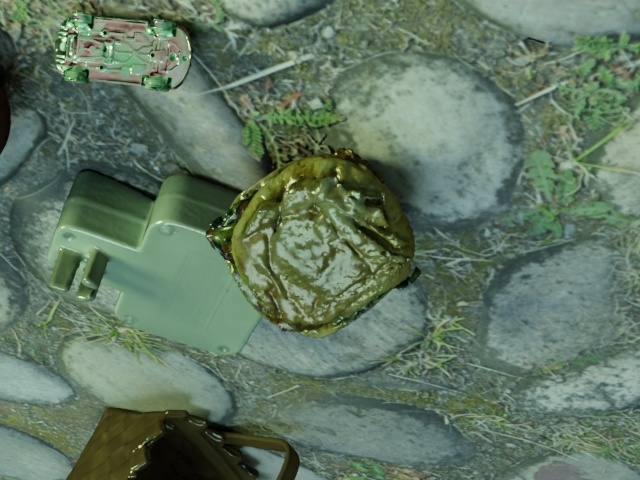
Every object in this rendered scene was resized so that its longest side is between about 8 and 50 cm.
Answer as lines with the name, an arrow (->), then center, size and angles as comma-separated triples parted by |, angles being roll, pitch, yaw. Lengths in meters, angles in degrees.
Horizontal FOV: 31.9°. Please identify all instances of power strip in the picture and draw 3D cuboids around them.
power strip -> -0.184, 0.033, 1.306 | 0.261, 0.141, 0.229 | 20, 141, -11

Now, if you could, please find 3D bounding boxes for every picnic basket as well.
picnic basket -> -0.196, 0.401, 1.660 | 0.321, 0.254, 0.291 | -2, 140, 37

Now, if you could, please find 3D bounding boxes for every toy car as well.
toy car -> -0.191, -0.184, 1.099 | 0.142, 0.069, 0.055 | 7, -177, 9

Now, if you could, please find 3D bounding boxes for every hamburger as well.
hamburger -> 0.000, 0.000, 1.182 | 0.206, 0.130, 0.183 | -32, 107, 23

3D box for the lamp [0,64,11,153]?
lamp -> -0.421, -0.120, 1.174 | 0.180, 0.180, 0.258 | 34, 135, -22
